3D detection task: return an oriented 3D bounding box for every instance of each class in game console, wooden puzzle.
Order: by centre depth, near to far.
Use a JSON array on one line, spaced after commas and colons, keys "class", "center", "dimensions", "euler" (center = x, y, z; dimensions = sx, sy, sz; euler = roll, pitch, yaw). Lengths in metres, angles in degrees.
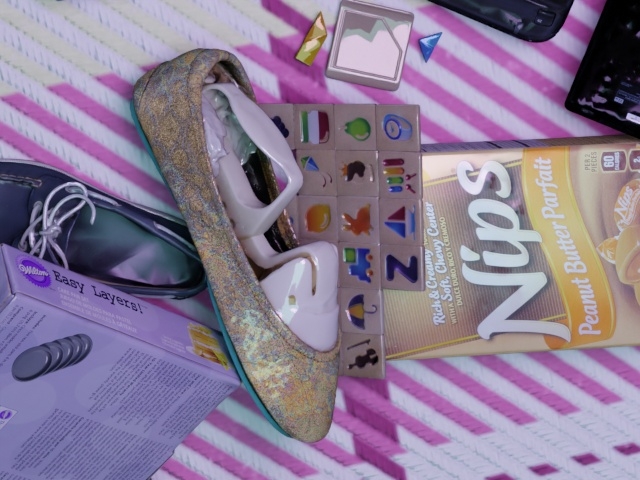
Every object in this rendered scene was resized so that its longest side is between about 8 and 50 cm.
[{"class": "game console", "center": [0.209, -0.232, 1.550], "dimensions": [0.361, 0.044, 0.213], "euler": [23, 84, 3]}, {"class": "wooden puzzle", "center": [0.042, -0.173, 1.584], "dimensions": [0.116, 0.014, 0.078], "euler": [18, 100, -10]}]

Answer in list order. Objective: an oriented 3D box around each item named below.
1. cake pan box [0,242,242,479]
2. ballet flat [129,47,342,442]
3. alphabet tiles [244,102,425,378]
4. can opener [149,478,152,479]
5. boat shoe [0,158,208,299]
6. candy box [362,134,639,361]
[{"class": "cake pan box", "center": [-0.238, 0.145, 1.473], "dimensions": [0.246, 0.070, 0.267], "euler": [25, 118, -38]}, {"class": "ballet flat", "center": [-0.049, -0.003, 1.502], "dimensions": [0.123, 0.123, 0.348], "euler": [-24, 83, -4]}, {"class": "alphabet tiles", "center": [0.000, 0.000, 1.547], "dimensions": [0.198, 0.009, 0.237], "euler": [3, 100, 29]}, {"class": "can opener", "center": [-0.212, 0.338, 1.607], "dimensions": [0.095, 0.076, 0.283], "euler": [30, 93, -43]}, {"class": "boat shoe", "center": [-0.214, -0.004, 1.539], "dimensions": [0.255, 0.079, 0.095], "euler": [21, 95, -10]}, {"class": "candy box", "center": [0.189, 0.003, 1.590], "dimensions": [0.317, 0.087, 0.182], "euler": [-3, 98, -7]}]
